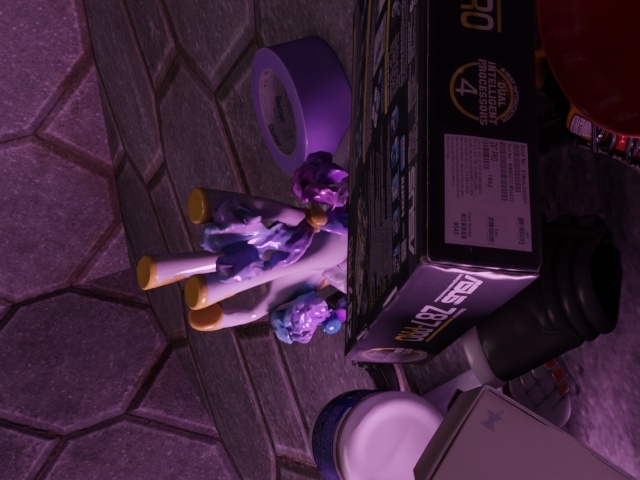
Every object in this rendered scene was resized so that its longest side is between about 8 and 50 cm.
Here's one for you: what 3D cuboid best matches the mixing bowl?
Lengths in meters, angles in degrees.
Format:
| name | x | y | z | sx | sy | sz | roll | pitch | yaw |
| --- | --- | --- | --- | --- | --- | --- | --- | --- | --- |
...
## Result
| name | x | y | z | sx | sy | sz | roll | pitch | yaw |
| --- | --- | --- | --- | --- | --- | --- | --- | --- | --- |
| mixing bowl | 0.241 | -0.166 | 0.607 | 0.181 | 0.098 | 0.182 | 44 | 141 | 51 |

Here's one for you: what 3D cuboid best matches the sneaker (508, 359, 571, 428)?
| name | x | y | z | sx | sy | sz | roll | pitch | yaw |
| --- | --- | --- | --- | --- | --- | --- | --- | --- | --- |
| sneaker | 0.225 | 0.138 | 0.992 | 0.158 | 0.061 | 0.065 | 63 | -176 | 25 |

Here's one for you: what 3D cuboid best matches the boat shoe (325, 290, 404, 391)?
| name | x | y | z | sx | sy | sz | roll | pitch | yaw |
| --- | --- | --- | --- | --- | --- | --- | --- | --- | --- |
| boat shoe | 0.065 | 0.170 | 1.381 | 0.206 | 0.065 | 0.075 | 68 | 156 | 6 |

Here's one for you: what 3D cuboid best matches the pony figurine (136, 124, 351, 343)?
| name | x | y | z | sx | sy | sz | roll | pitch | yaw |
| --- | --- | --- | --- | --- | --- | --- | --- | --- | --- |
| pony figurine | 0.000 | 0.000 | 1.108 | 0.351 | 0.363 | 0.303 | -43 | 58 | 50 |

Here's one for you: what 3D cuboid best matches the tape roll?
| name | x | y | z | sx | sy | sz | roll | pitch | yaw |
| --- | --- | --- | --- | --- | --- | --- | --- | --- | --- |
| tape roll | -0.027 | -0.193 | 1.298 | 0.189 | 0.080 | 0.189 | 50 | 150 | 45 |

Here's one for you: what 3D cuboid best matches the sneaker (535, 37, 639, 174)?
| name | x | y | z | sx | sy | sz | roll | pitch | yaw |
| --- | --- | --- | --- | --- | --- | --- | --- | --- | --- |
| sneaker | 0.239 | -0.084 | 0.695 | 0.225 | 0.092 | 0.088 | 56 | 154 | 35 |

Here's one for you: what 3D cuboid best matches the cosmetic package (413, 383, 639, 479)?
| name | x | y | z | sx | sy | sz | roll | pitch | yaw |
| --- | --- | --- | --- | --- | --- | --- | --- | --- | --- |
| cosmetic package | 0.181 | 0.226 | 0.849 | 0.160 | 0.113 | 0.309 | 32 | 175 | 11 |

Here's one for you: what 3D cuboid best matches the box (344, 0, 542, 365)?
| name | x | y | z | sx | sy | sz | roll | pitch | yaw |
| --- | --- | --- | --- | --- | --- | --- | --- | --- | --- |
| box | 0.091 | -0.113 | 0.792 | 0.318 | 0.097 | 0.395 | 118 | 156 | -68 |

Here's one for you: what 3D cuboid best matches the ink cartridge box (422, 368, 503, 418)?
| name | x | y | z | sx | sy | sz | roll | pitch | yaw |
| --- | --- | --- | --- | --- | --- | --- | --- | --- | --- |
| ink cartridge box | 0.204 | 0.294 | 1.150 | 0.275 | 0.060 | 0.239 | 125 | 149 | -65 |

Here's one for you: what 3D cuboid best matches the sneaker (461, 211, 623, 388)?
| name | x | y | z | sx | sy | sz | roll | pitch | yaw |
| --- | --- | --- | --- | --- | --- | --- | --- | --- | --- |
| sneaker | 0.205 | -0.009 | 0.860 | 0.104 | 0.146 | 0.296 | 44 | -145 | -43 |

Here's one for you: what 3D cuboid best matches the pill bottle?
| name | x | y | z | sx | sy | sz | roll | pitch | yaw |
| --- | --- | --- | --- | --- | --- | --- | --- | --- | --- |
| pill bottle | 0.071 | 0.286 | 1.261 | 0.264 | 0.153 | 0.153 | 148 | 103 | -74 |
